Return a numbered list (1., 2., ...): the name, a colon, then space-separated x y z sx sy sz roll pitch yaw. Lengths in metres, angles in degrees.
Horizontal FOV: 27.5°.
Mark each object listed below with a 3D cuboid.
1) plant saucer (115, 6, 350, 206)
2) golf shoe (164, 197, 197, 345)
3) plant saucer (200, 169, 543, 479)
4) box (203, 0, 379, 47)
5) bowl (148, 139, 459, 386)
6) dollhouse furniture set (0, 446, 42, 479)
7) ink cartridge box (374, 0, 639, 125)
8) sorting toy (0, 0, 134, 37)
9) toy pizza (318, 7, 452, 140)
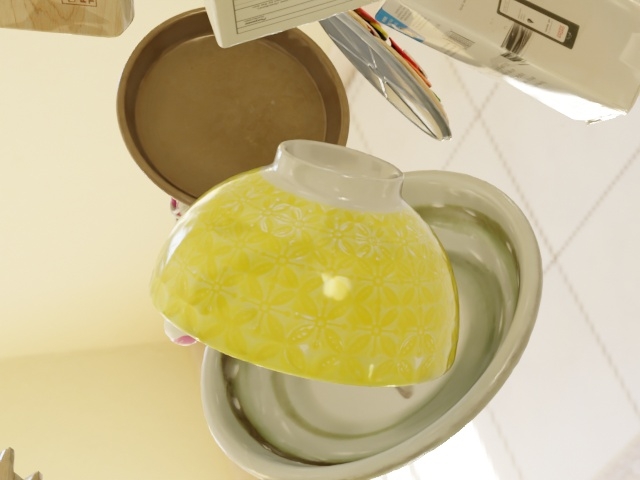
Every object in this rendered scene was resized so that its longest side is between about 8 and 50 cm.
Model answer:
1. plant saucer: -0.103 -0.150 1.553 0.041 0.278 0.278 117 141 -66
2. golf shoe: -0.150 -0.018 1.684 0.115 0.140 0.306 24 91 61
3. plant saucer: 0.063 0.104 1.399 0.400 0.100 0.400 -21 42 21
4. box: -0.019 -0.239 0.821 0.232 0.149 0.127 94 158 -76
5. bowl: 0.000 0.000 1.174 0.289 0.289 0.156 36 118 54
6. dollhouse furniture set: -0.293 0.350 1.166 0.242 0.212 0.161 -34 32 11
7. ink cartridge box: 0.155 -0.176 1.041 0.148 0.203 0.086 -146 81 -86
8. sorting toy: -0.238 -0.273 0.820 0.089 0.255 0.257 -64 -22 -56
9. toy pizza: 0.068 -0.180 1.325 0.032 0.201 0.201 -44 40 -1
